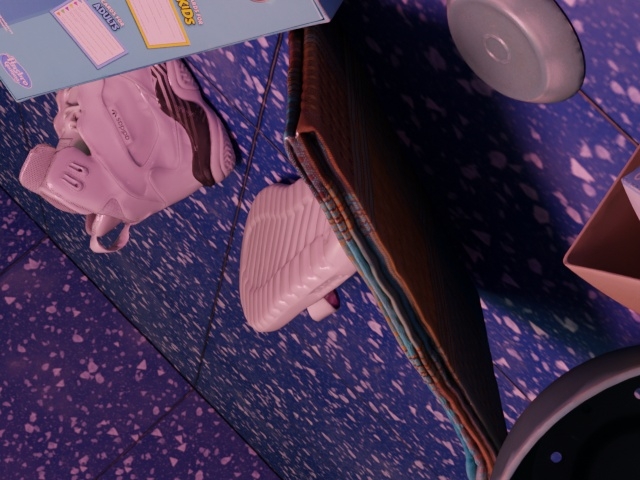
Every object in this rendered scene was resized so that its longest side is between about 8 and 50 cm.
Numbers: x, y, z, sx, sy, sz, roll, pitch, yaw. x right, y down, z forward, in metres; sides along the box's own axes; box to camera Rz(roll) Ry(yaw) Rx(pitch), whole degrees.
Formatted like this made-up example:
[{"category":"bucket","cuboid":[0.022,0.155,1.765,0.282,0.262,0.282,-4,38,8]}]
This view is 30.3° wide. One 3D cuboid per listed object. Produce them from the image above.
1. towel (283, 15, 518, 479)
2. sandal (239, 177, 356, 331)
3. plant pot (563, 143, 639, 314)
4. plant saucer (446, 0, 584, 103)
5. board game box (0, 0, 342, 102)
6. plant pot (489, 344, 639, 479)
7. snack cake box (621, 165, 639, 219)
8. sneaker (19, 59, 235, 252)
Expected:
[{"category":"towel","cuboid":[0.062,-0.006,0.963,0.370,0.040,0.271,59,-164,-30]},{"category":"sandal","cuboid":[-0.002,0.015,1.263,0.102,0.169,0.416,10,170,-16]},{"category":"plant pot","cuboid":[0.241,0.008,0.740,0.096,0.109,0.109,43,166,-30]},{"category":"plant saucer","cuboid":[0.127,-0.137,0.812,0.119,0.021,0.119,41,161,18]},{"category":"board game box","cuboid":[-0.174,-0.257,0.915,0.336,0.079,0.253,-8,128,33]},{"category":"plant pot","cuboid":[0.249,0.204,0.840,0.293,0.293,0.235,48,-174,-1]},{"category":"snack cake box","cuboid":[0.261,0.006,0.482,0.089,0.152,0.264,57,179,-26]},{"category":"sneaker","cuboid":[-0.268,-0.164,1.325,0.365,0.210,0.137,56,159,-23]}]
